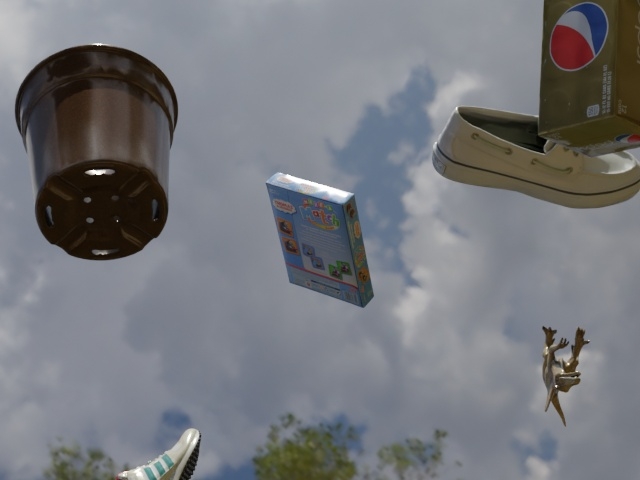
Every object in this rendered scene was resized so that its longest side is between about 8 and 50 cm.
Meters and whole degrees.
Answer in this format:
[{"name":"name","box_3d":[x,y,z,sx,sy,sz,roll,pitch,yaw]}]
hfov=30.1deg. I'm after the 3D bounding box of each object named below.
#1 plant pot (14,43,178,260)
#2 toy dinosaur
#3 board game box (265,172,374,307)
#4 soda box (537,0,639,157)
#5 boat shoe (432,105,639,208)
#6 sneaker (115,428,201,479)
[{"name":"plant pot","box_3d":[-0.219,-0.079,1.173,0.167,0.165,0.167,-6,-47,-6]},{"name":"toy dinosaur","box_3d":[0.257,0.145,1.295,0.183,0.053,0.092,68,-142,-70]},{"name":"board game box","box_3d":[0.000,0.000,1.952,0.039,0.160,0.211,-44,-43,-35]},{"name":"soda box","box_3d":[0.183,-0.150,0.765,0.058,0.061,0.181,17,-108,-38]},{"name":"boat shoe","box_3d":[0.228,-0.087,1.191,0.226,0.083,0.076,3,-45,-14]},{"name":"sneaker","box_3d":[-0.196,0.273,1.388,0.161,0.075,0.057,-63,-10,-45]}]
